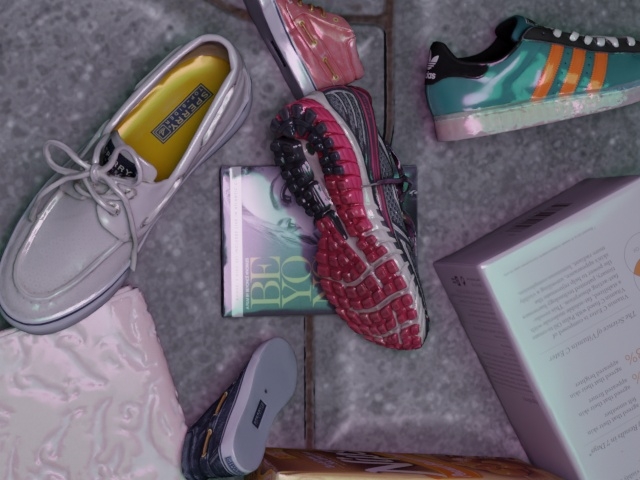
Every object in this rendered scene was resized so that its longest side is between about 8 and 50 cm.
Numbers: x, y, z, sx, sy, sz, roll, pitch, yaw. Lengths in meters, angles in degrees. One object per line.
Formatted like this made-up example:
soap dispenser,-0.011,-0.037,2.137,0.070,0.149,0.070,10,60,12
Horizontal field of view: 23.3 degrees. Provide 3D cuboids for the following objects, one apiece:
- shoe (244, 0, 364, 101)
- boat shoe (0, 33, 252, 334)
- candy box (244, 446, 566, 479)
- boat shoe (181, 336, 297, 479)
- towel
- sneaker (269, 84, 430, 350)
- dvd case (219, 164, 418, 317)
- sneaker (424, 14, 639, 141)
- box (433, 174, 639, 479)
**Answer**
shoe,-0.021,-0.236,1.676,0.081,0.063,0.178,-30,102,-12
boat shoe,-0.201,-0.066,1.570,0.136,0.156,0.367,41,80,10
candy box,0.087,0.276,1.645,0.316,0.183,0.088,5,89,-13
boat shoe,-0.089,0.178,1.652,0.065,0.083,0.183,53,38,-25
towel,-0.285,0.251,1.630,0.317,0.053,0.332,-19,95,-11
sneaker,0.057,-0.023,1.655,0.112,0.121,0.299,-31,107,-42
dvd case,0.000,0.000,1.706,0.221,0.018,0.165,-1,91,-12
sneaker,0.262,-0.196,1.714,0.302,0.108,0.121,-14,98,-11
box,0.308,0.129,1.700,0.215,0.168,0.345,-27,96,-11
